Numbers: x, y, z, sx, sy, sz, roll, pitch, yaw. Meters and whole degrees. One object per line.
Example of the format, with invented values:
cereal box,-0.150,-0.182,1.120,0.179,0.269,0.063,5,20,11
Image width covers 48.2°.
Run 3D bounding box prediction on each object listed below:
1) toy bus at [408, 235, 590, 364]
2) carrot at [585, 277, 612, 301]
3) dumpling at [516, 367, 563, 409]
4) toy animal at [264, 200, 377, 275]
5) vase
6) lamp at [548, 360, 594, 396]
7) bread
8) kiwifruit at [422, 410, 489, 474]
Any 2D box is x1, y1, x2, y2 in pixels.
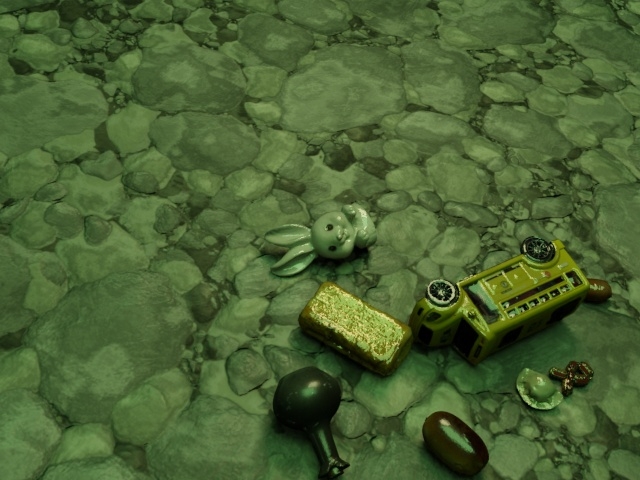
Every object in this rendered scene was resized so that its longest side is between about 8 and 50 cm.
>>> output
toy bus,0.335,0.123,1.357,0.331,0.145,0.151,-22,60,-17
carrot,0.495,0.097,1.483,0.216,0.048,0.048,4,49,3
dumpling,0.401,0.277,1.320,0.076,0.057,0.052,37,12,-8
toy animal,0.002,-0.003,1.457,0.220,0.130,0.104,-20,97,-21
vase,-0.007,0.309,1.203,0.120,0.120,0.183,-15,66,-18
lamp,0.480,0.256,1.350,0.083,0.031,0.063,-12,53,-22
bread,0.067,0.167,1.343,0.210,0.083,0.114,29,58,18
kiwifruit,0.228,0.344,1.217,0.124,0.075,0.075,38,56,18
